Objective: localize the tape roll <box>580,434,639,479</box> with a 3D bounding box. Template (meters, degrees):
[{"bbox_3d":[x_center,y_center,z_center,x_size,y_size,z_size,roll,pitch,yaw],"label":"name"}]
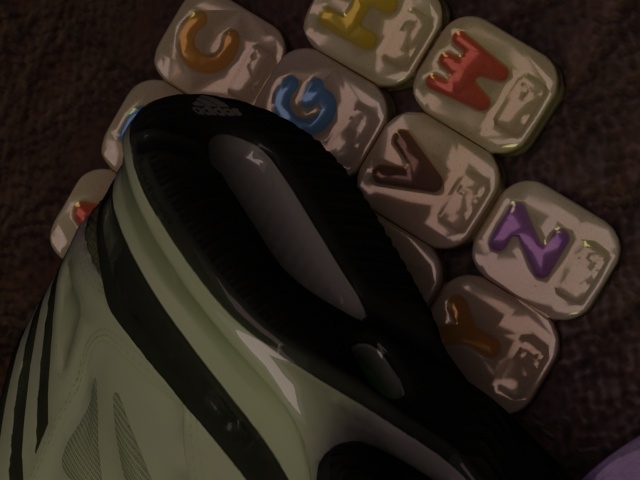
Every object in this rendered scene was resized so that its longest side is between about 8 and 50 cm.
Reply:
[{"bbox_3d":[0.221,0.206,0.830,0.274,0.090,0.275,-2,83,18],"label":"tape roll"}]

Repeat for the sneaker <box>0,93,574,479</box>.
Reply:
[{"bbox_3d":[-0.015,0.175,0.840,0.257,0.169,0.448,-52,53,35],"label":"sneaker"}]

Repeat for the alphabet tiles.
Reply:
[{"bbox_3d":[0.000,0.000,0.959,0.278,0.021,0.284,33,96,19],"label":"alphabet tiles"}]
